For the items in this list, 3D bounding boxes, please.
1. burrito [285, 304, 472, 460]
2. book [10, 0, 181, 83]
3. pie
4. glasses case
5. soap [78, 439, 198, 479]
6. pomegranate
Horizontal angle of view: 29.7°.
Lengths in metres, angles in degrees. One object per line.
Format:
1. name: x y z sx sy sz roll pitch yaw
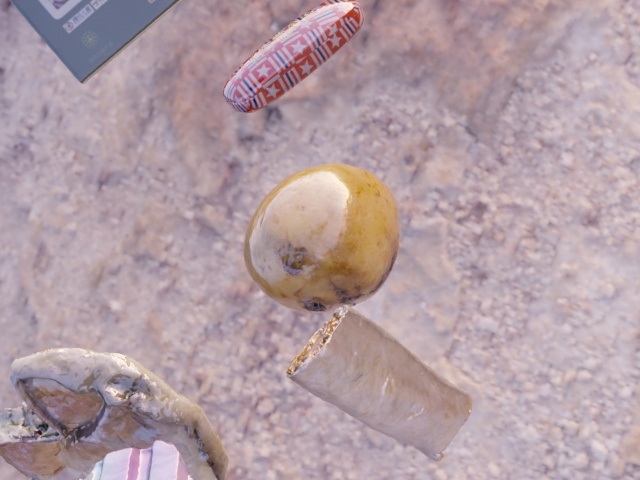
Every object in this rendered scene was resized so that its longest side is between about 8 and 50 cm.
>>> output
1. burrito: 0.080 0.193 1.685 0.105 0.299 0.143 -34 35 34
2. book: -0.222 -0.304 1.067 0.202 0.264 0.027 -40 12 4
3. pie: -0.269 0.253 1.527 0.337 0.337 0.075 -31 32 41
4. glasses case: -0.031 -0.220 1.398 0.194 0.049 0.073 -41 29 -13
5. soap: -0.151 0.311 1.038 0.192 0.109 0.324 -16 29 6
6. pomegranate: 0.000 0.000 1.940 0.260 0.260 0.260 -29 51 42
